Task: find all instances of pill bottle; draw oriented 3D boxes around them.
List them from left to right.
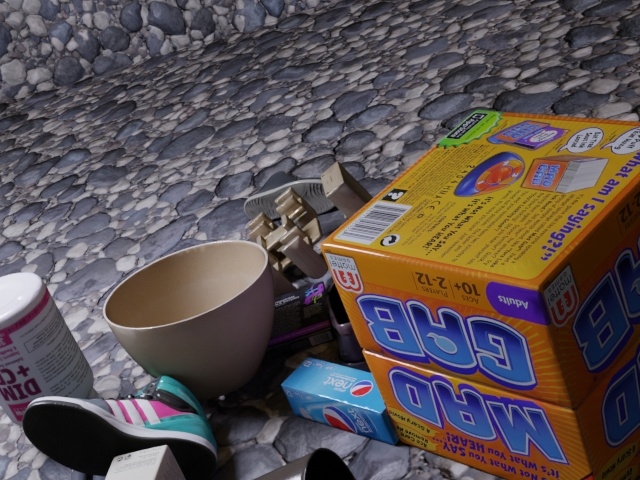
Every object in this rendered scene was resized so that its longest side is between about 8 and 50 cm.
[{"bbox_3d":[-0.478,0.209,1.954,0.160,0.283,0.160,-17,28,10],"label":"pill bottle"}]

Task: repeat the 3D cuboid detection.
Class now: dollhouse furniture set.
[{"bbox_3d":[0.000,0.000,2.184,0.242,0.161,0.212,-40,25,14],"label":"dollhouse furniture set"}]

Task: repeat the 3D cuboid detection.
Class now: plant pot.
[{"bbox_3d":[-0.193,0.150,1.941,0.284,0.191,0.284,-16,23,7],"label":"plant pot"}]

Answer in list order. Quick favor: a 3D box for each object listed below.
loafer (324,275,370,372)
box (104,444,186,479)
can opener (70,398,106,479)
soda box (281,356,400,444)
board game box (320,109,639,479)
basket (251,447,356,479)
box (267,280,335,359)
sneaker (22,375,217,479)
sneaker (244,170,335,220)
[{"bbox_3d":[0.058,0.101,1.958,0.109,0.095,0.302,-18,28,8],"label":"loafer"},{"bbox_3d":[-0.260,0.415,1.611,0.094,0.113,0.275,-14,25,15],"label":"box"},{"bbox_3d":[-0.363,0.356,1.816,0.076,0.095,0.283,-21,28,4],"label":"can opener"},{"bbox_3d":[0.044,0.240,1.757,0.210,0.067,0.071,8,41,44],"label":"soda box"},{"bbox_3d":[0.290,0.074,1.562,0.356,0.356,0.356,11,42,46],"label":"board game box"},{"bbox_3d":[-0.067,0.386,1.483,0.227,0.204,0.154,-19,2,27],"label":"basket"},{"bbox_3d":[-0.039,0.138,2.037,0.116,0.029,0.162,-19,29,5],"label":"box"},{"bbox_3d":[-0.299,0.274,1.804,0.296,0.123,0.178,17,18,-8],"label":"sneaker"},{"bbox_3d":[-0.045,-0.110,2.417,0.222,0.083,0.118,-8,30,27],"label":"sneaker"}]
